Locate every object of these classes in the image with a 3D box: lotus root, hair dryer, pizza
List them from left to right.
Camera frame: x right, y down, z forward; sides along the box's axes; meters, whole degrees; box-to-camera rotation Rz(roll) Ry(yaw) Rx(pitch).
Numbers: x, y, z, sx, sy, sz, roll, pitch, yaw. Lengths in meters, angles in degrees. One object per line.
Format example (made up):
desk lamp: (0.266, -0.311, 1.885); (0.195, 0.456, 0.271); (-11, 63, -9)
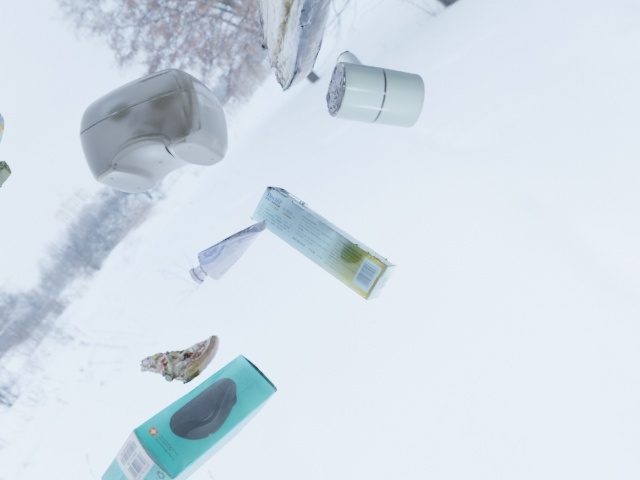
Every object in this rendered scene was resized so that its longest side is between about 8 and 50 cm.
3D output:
pizza: (-0.339, 0.274, 1.268); (0.195, 0.052, 0.185); (-11, 15, 16)
lotus root: (-0.016, -0.312, 0.603); (0.078, 0.167, 0.329); (-18, -14, -16)
hair dryer: (0.103, -0.399, 1.352); (0.362, 0.204, 0.128); (-109, 27, -54)

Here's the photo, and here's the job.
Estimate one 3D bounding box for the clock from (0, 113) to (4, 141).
clock: (-0.723, -0.229, 1.084); (0.231, 0.144, 0.103); (2, 83, 50)

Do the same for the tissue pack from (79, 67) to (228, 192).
tissue pack: (-0.478, -0.324, 1.564); (0.388, 0.276, 0.267); (-19, -11, 16)

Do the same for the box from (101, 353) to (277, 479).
box: (-0.254, 0.382, 1.087); (0.205, 0.118, 0.311); (-51, -13, 34)

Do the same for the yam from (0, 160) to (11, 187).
yam: (-0.701, -0.122, 1.108); (0.147, 0.069, 0.069); (-6, 17, -5)

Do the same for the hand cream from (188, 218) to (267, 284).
hand cream: (-0.142, 0.015, 0.848); (0.142, 0.053, 0.084); (-39, 14, 4)

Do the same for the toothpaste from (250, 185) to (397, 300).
toothpaste: (0.000, 0.000, 1.098); (0.071, 0.313, 0.089); (-4, -54, -63)
